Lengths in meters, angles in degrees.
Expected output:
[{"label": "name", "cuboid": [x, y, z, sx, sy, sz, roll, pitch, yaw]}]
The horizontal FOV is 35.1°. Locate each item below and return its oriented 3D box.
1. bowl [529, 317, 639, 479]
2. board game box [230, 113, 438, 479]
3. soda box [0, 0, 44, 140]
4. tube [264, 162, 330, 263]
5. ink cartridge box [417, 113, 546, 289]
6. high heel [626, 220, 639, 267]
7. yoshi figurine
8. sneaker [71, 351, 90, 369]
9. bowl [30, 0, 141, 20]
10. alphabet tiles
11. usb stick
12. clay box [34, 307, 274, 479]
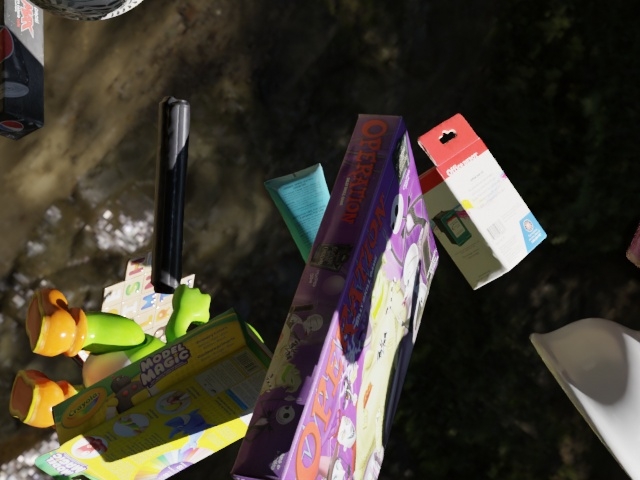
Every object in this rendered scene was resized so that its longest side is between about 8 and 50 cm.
[{"label": "bowl", "cuboid": [0.407, 0.202, 1.278, 0.134, 0.298, 0.298, -38, 173, 9]}, {"label": "board game box", "cuboid": [0.028, 0.088, 0.861, 0.208, 0.056, 0.347, 63, 38, -47]}, {"label": "soda box", "cuboid": [-0.353, -0.204, 1.151, 0.053, 0.169, 0.060, -19, 158, 31]}, {"label": "tube", "cuboid": [0.000, 0.000, 1.334, 0.080, 0.207, 0.052, -19, 165, -14]}, {"label": "ink cartridge box", "cuboid": [0.219, -0.061, 1.507, 0.078, 0.231, 0.134, -35, 179, 44]}, {"label": "high heel", "cuboid": [0.435, -0.096, 1.048, 0.377, 0.127, 0.181, -33, 145, -52]}, {"label": "yoshi figurine", "cuboid": [-0.202, 0.161, 1.297, 0.203, 0.362, 0.203, -50, -141, 45]}, {"label": "sneaker", "cuboid": [-0.307, 0.180, 1.460, 0.067, 0.064, 0.175, -47, 128, -31]}, {"label": "bowl", "cuboid": [-0.223, -0.278, 0.939, 0.170, 0.170, 0.080, -55, -157, 18]}, {"label": "alphabet tiles", "cuboid": [-0.279, 0.113, 1.619, 0.198, 0.009, 0.237, -22, 135, -48]}, {"label": "usb stick", "cuboid": [-0.213, -0.064, 1.435, 0.077, 0.045, 0.278, -161, -106, -80]}, {"label": "clay box", "cuboid": [-0.145, 0.161, 0.942, 0.222, 0.053, 0.127, -28, 139, 4]}]
